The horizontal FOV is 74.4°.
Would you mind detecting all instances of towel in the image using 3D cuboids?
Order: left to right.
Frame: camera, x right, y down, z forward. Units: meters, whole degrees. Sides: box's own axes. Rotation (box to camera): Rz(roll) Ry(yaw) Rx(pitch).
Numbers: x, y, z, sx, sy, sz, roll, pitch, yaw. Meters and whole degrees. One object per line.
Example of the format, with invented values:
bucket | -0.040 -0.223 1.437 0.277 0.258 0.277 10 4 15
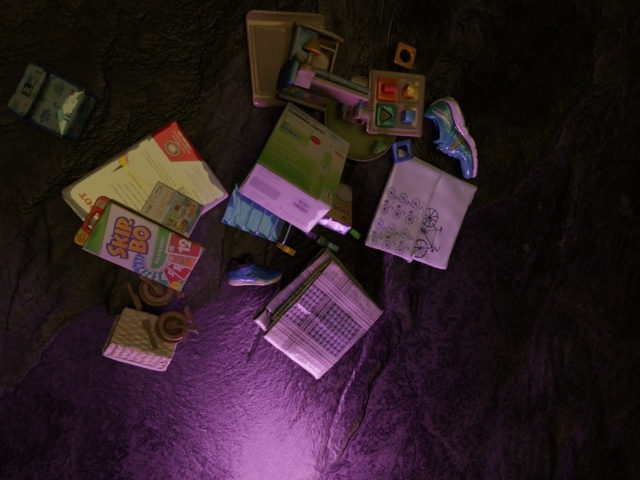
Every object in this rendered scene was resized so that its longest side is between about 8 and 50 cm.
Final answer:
towel | 0.003 0.228 1.268 0.312 0.056 0.324 -44 115 -3

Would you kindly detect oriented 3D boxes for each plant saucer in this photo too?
plant saucer | 0.120 -0.359 1.255 0.240 0.037 0.241 -3 100 -19

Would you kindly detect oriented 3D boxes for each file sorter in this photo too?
file sorter | -0.167 -0.072 1.160 0.170 0.104 0.118 21 90 -21

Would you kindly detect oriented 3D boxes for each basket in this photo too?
basket | -0.453 0.253 1.085 0.167 0.103 0.113 24 50 -22

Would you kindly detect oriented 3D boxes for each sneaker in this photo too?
sneaker | -0.186 0.079 1.201 0.152 0.058 0.085 -1 107 -13
sneaker | 0.420 -0.319 1.352 0.110 0.107 0.275 -28 103 7

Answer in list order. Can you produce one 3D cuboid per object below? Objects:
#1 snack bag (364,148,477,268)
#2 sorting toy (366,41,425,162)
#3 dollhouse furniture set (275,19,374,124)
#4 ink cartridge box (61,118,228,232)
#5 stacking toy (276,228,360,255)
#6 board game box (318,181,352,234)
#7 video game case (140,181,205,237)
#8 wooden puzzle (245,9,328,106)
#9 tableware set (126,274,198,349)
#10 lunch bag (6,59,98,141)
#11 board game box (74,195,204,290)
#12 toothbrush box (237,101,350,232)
snack bag | 0.337 -0.084 1.376 0.342 0.037 0.323 20 91 -22
sorting toy | 0.230 -0.406 1.241 0.195 0.047 0.348 -1 98 -19
dollhouse furniture set | 0.051 -0.426 1.033 0.286 0.303 0.198 12 99 -20
ink cartridge box | -0.422 -0.121 1.046 0.306 0.131 0.226 -36 111 -10
stacking toy | 0.000 0.000 1.262 0.221 0.052 0.167 32 89 -26
board game box | -0.022 -0.131 1.183 0.243 0.042 0.165 24 46 -21
video game case | -0.349 -0.072 1.000 0.122 0.011 0.087 30 79 -24
wooden puzzle | -0.089 -0.494 1.160 0.220 0.044 0.239 -7 105 -19
tableware set | -0.396 0.169 1.080 0.128 0.039 0.194 -17 72 -41
lunch bag | -0.622 -0.321 0.969 0.151 0.096 0.129 28 91 -7
board game box | -0.419 0.010 0.987 0.259 0.039 0.124 30 89 -24
toothbrush box | -0.058 -0.192 1.082 0.206 0.122 0.283 32 43 -15
